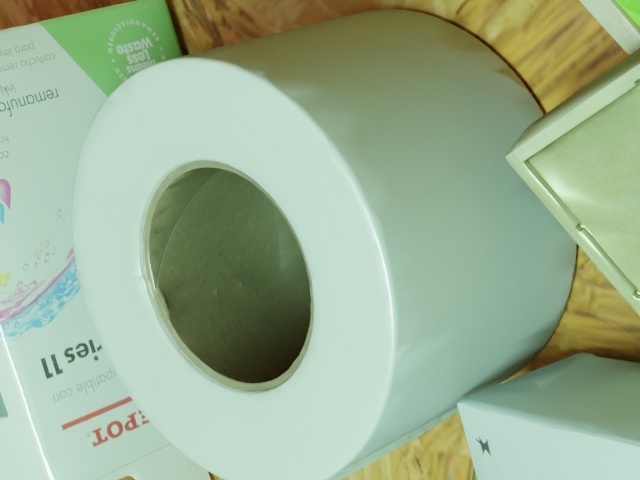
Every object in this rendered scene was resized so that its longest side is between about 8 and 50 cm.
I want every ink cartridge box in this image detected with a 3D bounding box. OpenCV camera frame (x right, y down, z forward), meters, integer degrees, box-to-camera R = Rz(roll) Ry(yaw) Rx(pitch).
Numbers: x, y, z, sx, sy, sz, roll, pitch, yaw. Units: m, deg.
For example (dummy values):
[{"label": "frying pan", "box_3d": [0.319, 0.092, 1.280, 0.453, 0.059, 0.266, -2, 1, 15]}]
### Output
[{"label": "ink cartridge box", "box_3d": [-0.155, 0.038, 1.052, 0.119, 0.207, 0.353, -11, 98, 46]}]

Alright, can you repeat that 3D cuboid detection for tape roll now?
[{"label": "tape roll", "box_3d": [0.000, 0.000, 0.921, 0.246, 0.169, 0.246, 17, 117, 38]}]

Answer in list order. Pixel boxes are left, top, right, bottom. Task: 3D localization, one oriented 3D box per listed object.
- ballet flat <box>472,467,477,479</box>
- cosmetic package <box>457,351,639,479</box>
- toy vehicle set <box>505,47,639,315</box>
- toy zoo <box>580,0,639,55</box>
[{"label": "ballet flat", "box_3d": [0.130, 0.228, 0.950, 0.080, 0.073, 0.232, -16, 93, 45]}, {"label": "cosmetic package", "box_3d": [0.215, 0.256, 0.796, 0.284, 0.097, 0.377, 3, 110, 68]}, {"label": "toy vehicle set", "box_3d": [0.232, -0.044, 0.748, 0.166, 0.035, 0.267, 49, 135, -6]}, {"label": "toy zoo", "box_3d": [0.216, -0.205, 0.742, 0.192, 0.030, 0.293, 52, 133, 16]}]
